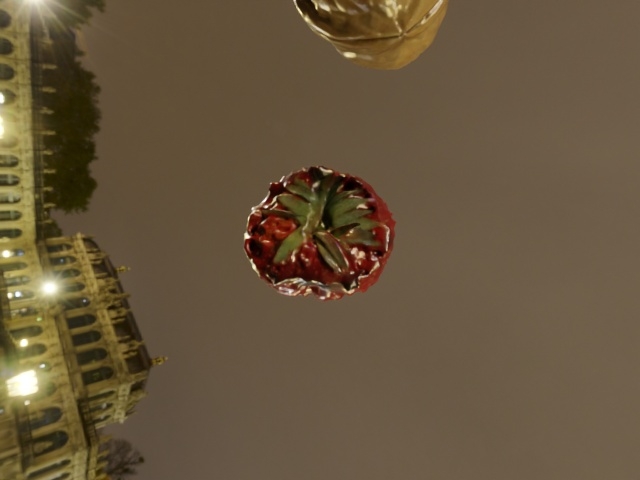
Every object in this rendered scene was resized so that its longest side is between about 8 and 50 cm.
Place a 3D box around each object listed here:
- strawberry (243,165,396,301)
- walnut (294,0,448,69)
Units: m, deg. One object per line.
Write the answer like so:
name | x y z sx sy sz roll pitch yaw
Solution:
strawberry | 0.002 -0.004 0.746 0.257 0.261 0.261 76 -12 -68
walnut | 0.086 -0.446 0.667 0.277 0.252 0.312 110 -36 -63
